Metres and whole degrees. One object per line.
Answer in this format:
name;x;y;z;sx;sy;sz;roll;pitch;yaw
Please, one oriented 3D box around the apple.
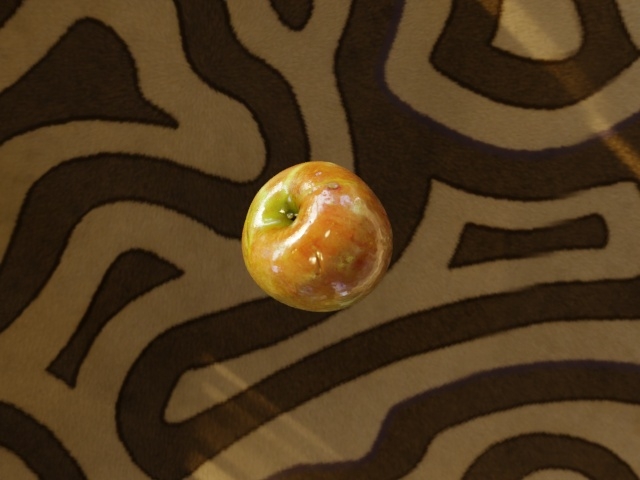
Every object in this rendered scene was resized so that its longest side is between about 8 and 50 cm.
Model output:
apple;0.000;0.000;0.973;0.196;0.196;0.195;-2;102;-8
